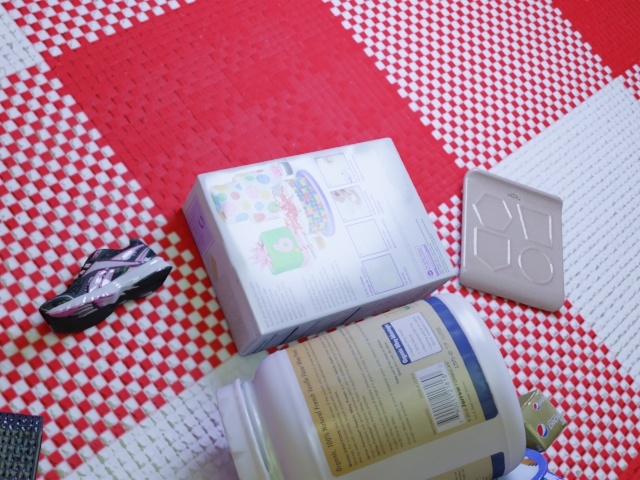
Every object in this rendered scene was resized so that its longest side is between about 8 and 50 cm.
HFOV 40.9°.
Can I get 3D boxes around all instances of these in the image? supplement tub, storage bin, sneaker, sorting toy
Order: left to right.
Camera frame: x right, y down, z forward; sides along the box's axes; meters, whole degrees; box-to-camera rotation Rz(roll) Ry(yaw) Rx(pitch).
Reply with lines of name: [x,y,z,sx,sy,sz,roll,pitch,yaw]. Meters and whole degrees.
storage bin: [-0.351,0.278,0.903,0.084,0.122,0.180,11,61,-20]
sneaker: [-0.282,0.053,1.094,0.178,0.072,0.077,-26,66,-41]
supplement tub: [0.055,0.213,1.017,0.316,0.228,0.228,-19,73,-6]
sorting toy: [0.314,0.001,1.414,0.193,0.038,0.208,17,64,-17]

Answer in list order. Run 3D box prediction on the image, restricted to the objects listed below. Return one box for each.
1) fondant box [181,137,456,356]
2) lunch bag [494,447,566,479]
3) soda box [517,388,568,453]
fondant box: [0.000,0.000,1.228,0.330,0.096,0.238,-14,72,-31]
lunch bag: [0.196,0.425,0.997,0.328,0.238,0.385,-28,44,-32]
soda box: [0.245,0.261,1.157,0.058,0.181,0.061,-37,85,-35]
